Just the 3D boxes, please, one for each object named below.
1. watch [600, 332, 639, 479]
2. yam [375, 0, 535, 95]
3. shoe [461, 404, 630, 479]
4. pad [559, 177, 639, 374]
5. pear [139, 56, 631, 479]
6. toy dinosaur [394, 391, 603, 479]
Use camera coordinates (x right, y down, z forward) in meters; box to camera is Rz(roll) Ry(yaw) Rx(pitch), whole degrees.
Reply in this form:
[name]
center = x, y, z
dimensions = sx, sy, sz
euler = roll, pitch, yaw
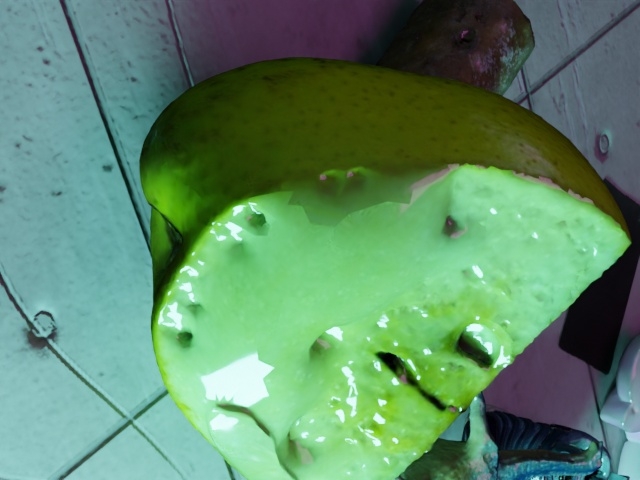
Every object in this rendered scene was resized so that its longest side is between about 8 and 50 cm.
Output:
[watch]
center = 0.463, 0.172, 1.674
dimensions = 0.248, 0.217, 0.211
euler = -45, 126, -36
[yam]
center = 0.094, -0.126, 1.295
dimensions = 0.194, 0.107, 0.107
euler = -55, 132, -28
[shoe]
center = 0.213, 0.215, 1.483
dimensions = 0.207, 0.106, 0.091
euler = 14, 83, -42
[pad]
center = 0.311, 0.041, 1.645
dimensions = 0.116, 0.004, 0.193
euler = 30, 74, -46
[pear]
center = 0.000, 0.000, 1.114
dimensions = 0.318, 0.238, 0.342
euler = 30, 113, -30
[toy dinosaur]
center = 0.101, 0.223, 1.353
dimensions = 0.363, 0.076, 0.147
euler = -29, 100, -25
